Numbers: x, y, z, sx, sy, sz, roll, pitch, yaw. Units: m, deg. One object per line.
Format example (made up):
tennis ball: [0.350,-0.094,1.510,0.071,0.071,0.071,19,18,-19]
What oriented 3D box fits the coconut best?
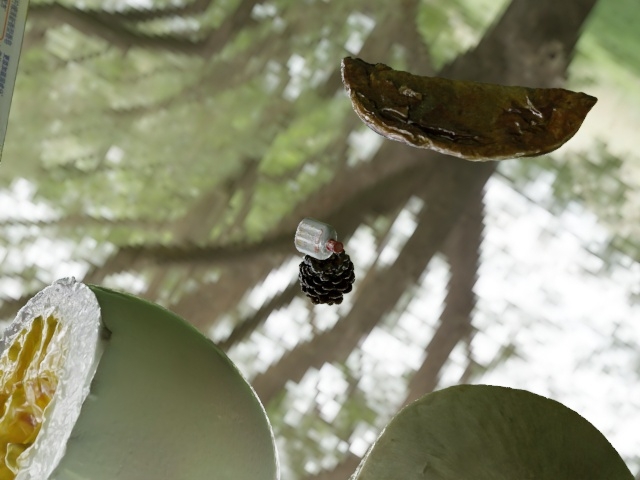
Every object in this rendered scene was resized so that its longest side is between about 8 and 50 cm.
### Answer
coconut: [0.154,0.284,1.678,0.329,0.329,0.329,31,-169,-7]

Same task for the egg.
egg: [-0.208,0.259,2.123,0.340,0.354,0.354,28,-169,-27]

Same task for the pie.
pie: [0.090,-0.086,1.298,0.191,0.033,0.088,12,-141,21]

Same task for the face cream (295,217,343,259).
face cream: [0.000,0.000,2.050,0.021,0.040,0.083,14,-176,-31]

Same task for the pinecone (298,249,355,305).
pinecone: [0.010,0.041,2.335,0.077,0.077,0.083,32,152,1]

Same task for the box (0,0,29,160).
box: [-0.354,-0.159,1.623,0.097,0.265,0.168,-9,156,36]
